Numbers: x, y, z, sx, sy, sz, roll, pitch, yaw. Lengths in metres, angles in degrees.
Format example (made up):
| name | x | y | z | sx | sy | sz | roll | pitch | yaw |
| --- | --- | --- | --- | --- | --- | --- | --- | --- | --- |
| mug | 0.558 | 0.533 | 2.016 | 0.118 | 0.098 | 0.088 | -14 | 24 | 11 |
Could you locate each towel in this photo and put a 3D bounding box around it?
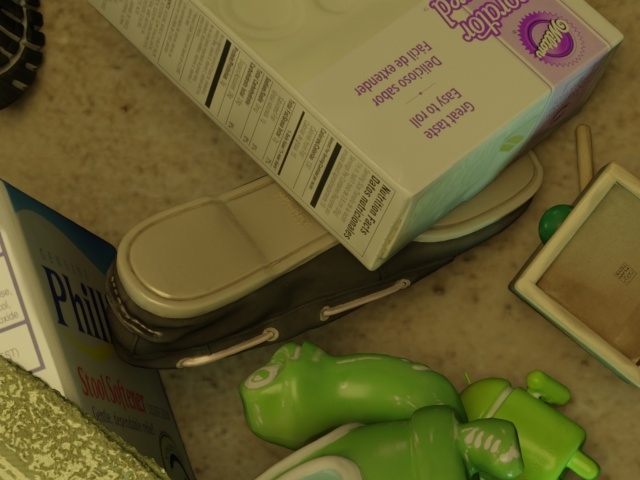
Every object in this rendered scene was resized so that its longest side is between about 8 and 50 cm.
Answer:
| name | x | y | z | sx | sy | sz | roll | pitch | yaw |
| --- | --- | --- | --- | --- | --- | --- | --- | --- | --- |
| towel | -0.166 | 0.144 | 1.106 | 0.148 | 0.027 | 0.110 | 37 | 86 | 12 |

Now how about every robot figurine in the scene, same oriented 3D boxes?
| name | x | y | z | sx | sy | sz | roll | pitch | yaw |
| --- | --- | --- | --- | --- | --- | --- | --- | --- | --- |
| robot figurine | 0.136 | 0.139 | 1.301 | 0.115 | 0.067 | 0.101 | 32 | 92 | 14 |

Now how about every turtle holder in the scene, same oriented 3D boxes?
| name | x | y | z | sx | sy | sz | roll | pitch | yaw |
| --- | --- | --- | --- | --- | --- | --- | --- | --- | --- |
| turtle holder | 0.027 | 0.209 | 1.172 | 0.227 | 0.243 | 0.320 | -13 | 82 | 5 |

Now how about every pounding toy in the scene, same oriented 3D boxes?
| name | x | y | z | sx | sy | sz | roll | pitch | yaw |
| --- | --- | --- | --- | --- | --- | --- | --- | --- | --- |
| pounding toy | 0.201 | 0.007 | 1.308 | 0.141 | 0.100 | 0.130 | 38 | 90 | 3 |

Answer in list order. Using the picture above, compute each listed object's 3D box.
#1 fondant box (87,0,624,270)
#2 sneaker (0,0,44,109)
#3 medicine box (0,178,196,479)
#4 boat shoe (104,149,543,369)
| name | x | y | z | sx | sy | sz | roll | pitch | yaw |
| --- | --- | --- | --- | --- | --- | --- | --- | --- | --- |
| fondant box | 0.008 | -0.168 | 1.302 | 0.330 | 0.096 | 0.238 | 44 | 54 | 13 |
| sneaker | -0.271 | -0.191 | 1.433 | 0.094 | 0.081 | 0.208 | -14 | 72 | 15 |
| medicine box | -0.194 | 0.134 | 1.262 | 0.149 | 0.263 | 0.289 | -21 | 78 | 6 |
| boat shoe | 0.000 | 0.000 | 1.301 | 0.335 | 0.095 | 0.112 | -19 | 61 | -28 |
